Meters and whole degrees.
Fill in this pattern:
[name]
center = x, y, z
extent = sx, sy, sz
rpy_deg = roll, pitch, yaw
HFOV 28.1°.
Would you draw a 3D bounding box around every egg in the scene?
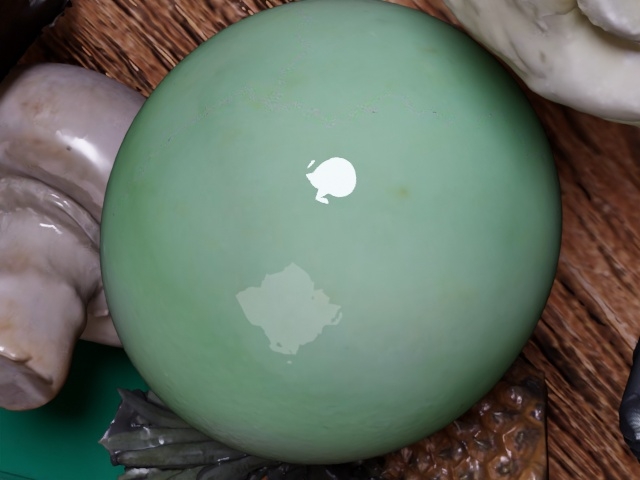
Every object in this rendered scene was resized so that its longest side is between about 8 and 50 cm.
[egg]
center = 0.000, 0.000, 0.640
extent = 0.220, 0.220, 0.270
rpy_deg = 37, 150, -7

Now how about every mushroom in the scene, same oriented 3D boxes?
[mushroom]
center = -0.160, 0.004, 0.798
extent = 0.206, 0.209, 0.206
rpy_deg = 15, 170, 3

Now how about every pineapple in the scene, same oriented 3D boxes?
[pineapple]
center = 0.006, 0.135, 0.818
extent = 0.277, 0.119, 0.130
rpy_deg = 1, 103, 8

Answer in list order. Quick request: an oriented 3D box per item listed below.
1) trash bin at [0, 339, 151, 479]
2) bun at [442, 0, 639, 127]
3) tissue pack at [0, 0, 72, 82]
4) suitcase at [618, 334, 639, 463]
[trash bin]
center = -0.262, 0.183, 1.014
extent = 0.295, 0.259, 0.381
rpy_deg = 21, 143, -21
[bun]
center = 0.132, -0.131, 0.441
extent = 0.259, 0.160, 0.259
rpy_deg = 22, 143, 18
[tissue pack]
center = -0.252, -0.226, 0.578
extent = 0.210, 0.198, 0.370
rpy_deg = 26, 144, 12
[suitcase]
center = 0.311, 0.088, 0.590
extent = 0.312, 0.128, 0.202
rpy_deg = -14, 123, 42
